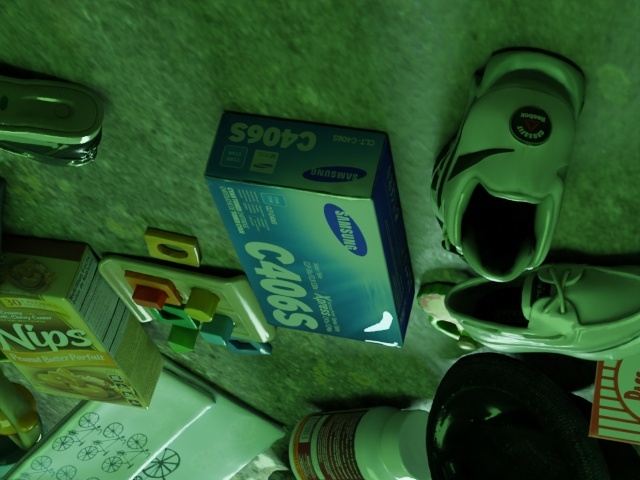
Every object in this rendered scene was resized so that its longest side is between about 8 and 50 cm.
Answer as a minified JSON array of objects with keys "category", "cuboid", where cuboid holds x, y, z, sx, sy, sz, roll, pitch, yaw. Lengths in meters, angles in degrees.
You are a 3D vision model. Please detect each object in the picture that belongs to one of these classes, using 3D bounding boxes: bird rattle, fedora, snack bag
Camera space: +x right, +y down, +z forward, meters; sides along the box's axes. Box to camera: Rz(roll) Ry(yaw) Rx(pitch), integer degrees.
[{"category":"bird rattle","cuboid":[-0.500,0.240,1.995,0.207,0.143,0.253,49,148,13]},{"category":"fedora","cuboid":[0.281,0.277,1.630,0.152,0.334,0.334,-10,170,-32]},{"category":"snack bag","cuboid":[-0.268,0.339,2.030,0.323,0.037,0.342,-43,131,11]}]

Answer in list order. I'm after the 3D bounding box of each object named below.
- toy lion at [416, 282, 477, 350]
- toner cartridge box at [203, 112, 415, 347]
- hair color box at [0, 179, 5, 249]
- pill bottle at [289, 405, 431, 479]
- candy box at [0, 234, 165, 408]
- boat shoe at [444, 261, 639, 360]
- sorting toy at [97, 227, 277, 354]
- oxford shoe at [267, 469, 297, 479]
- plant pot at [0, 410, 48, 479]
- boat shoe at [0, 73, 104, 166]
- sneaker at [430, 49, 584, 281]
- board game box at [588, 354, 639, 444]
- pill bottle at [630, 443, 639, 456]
[{"category":"toy lion","cuboid":[0.152,0.083,1.501,0.096,0.034,0.100,25,155,-4]},{"category":"toner cartridge box","cuboid":[0.000,0.000,1.354,0.165,0.075,0.348,8,154,13]},{"category":"hair color box","cuboid":[-0.566,-0.015,1.518,0.374,0.114,0.185,14,126,1]},{"category":"pill bottle","cuboid":[0.067,0.302,1.899,0.121,0.121,0.221,33,150,-34]},{"category":"candy box","cuboid":[-0.347,0.111,1.750,0.183,0.088,0.316,6,150,18]},{"category":"boat shoe","cuboid":[0.241,0.062,1.337,0.088,0.096,0.267,28,161,-36]},{"category":"sorting toy","cuboid":[-0.170,0.086,1.665,0.196,0.047,0.348,7,154,17]},{"category":"oxford shoe","cuboid":[-0.016,0.457,2.171,0.169,0.130,0.449,10,175,3]},{"category":"plant pot","cuboid":[-0.591,0.387,2.311,0.293,0.293,0.196,18,129,-8]},{"category":"boat shoe","cuboid":[-0.327,-0.124,1.268,0.233,0.084,0.079,14,155,-5]},{"category":"sneaker","cuboid":[0.149,-0.019,1.151,0.122,0.146,0.330,10,156,7]},{"category":"board game box","cuboid":[0.385,0.146,1.366,0.193,0.147,0.045,7,-169,16]},{"category":"pill bottle","cuboid":[0.432,0.382,1.667,0.160,0.283,0.160,13,156,6]}]
